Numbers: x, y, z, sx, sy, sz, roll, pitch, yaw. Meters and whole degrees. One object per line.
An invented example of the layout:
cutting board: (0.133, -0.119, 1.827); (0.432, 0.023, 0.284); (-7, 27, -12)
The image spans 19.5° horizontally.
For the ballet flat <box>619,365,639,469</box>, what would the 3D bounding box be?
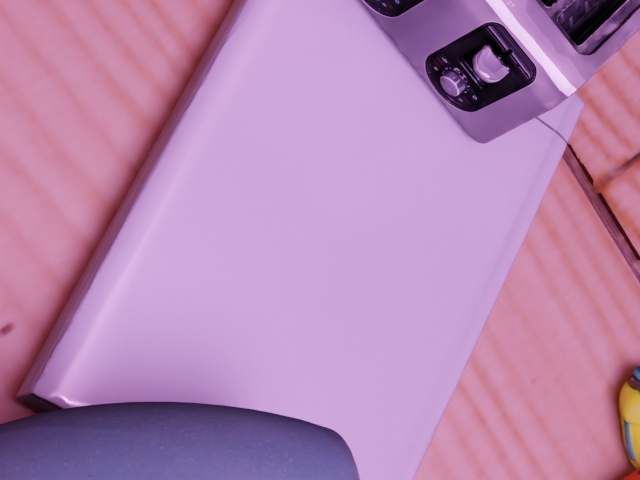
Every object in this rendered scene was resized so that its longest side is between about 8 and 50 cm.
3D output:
ballet flat: (0.300, 0.116, 1.245); (0.231, 0.077, 0.077); (-4, 103, -23)

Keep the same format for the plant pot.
plant pot: (-0.130, 0.200, 0.908); (0.195, 0.290, 0.290); (20, 73, -16)

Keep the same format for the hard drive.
hard drive: (0.000, 0.000, 1.133); (0.233, 0.047, 0.353); (33, 69, -16)

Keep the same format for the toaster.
toaster: (0.123, -0.178, 1.132); (0.185, 0.110, 0.168); (-43, 100, -22)

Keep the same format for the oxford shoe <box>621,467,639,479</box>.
oxford shoe: (0.168, 0.291, 1.115); (0.132, 0.130, 0.364); (40, 67, -17)
